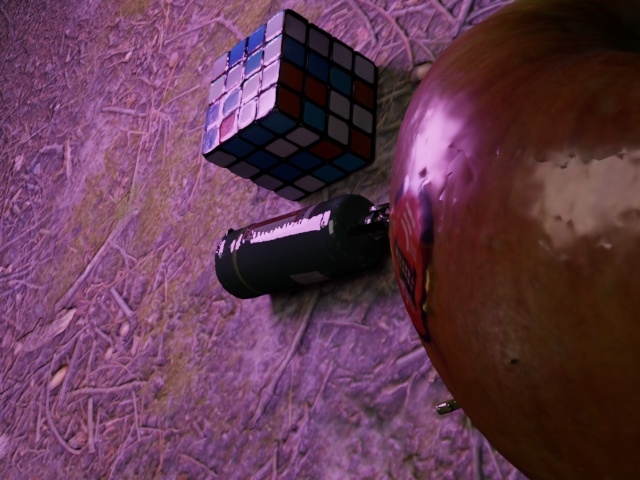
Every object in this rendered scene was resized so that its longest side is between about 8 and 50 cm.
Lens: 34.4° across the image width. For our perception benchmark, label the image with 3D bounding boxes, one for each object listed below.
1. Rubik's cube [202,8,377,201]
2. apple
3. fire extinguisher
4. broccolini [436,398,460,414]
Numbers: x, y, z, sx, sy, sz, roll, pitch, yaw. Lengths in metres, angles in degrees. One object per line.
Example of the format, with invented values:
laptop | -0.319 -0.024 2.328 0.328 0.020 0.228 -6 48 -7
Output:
Rubik's cube | -0.037 -0.163 1.281 0.151 0.154 0.155 -25 50 42
apple | 0.239 -0.004 0.662 0.401 0.333 0.400 -13 32 9
fire extinguisher | 0.000 0.000 1.187 0.294 0.118 0.093 -16 91 46
broccolini | 0.177 0.107 0.942 0.194 0.054 0.052 -50 56 21
